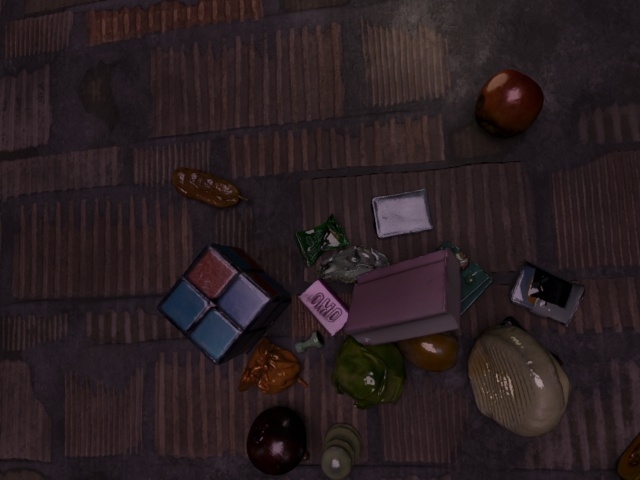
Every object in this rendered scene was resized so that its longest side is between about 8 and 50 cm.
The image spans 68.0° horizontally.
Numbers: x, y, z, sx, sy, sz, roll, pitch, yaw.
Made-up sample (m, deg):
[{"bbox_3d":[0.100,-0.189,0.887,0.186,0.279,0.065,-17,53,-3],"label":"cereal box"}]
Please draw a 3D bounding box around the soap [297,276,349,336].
[{"bbox_3d":[0.022,0.254,1.807,0.122,0.065,0.203,-44,78,3],"label":"soap"}]

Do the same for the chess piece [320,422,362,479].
[{"bbox_3d":[0.063,0.744,1.655,0.144,0.251,0.145,-1,85,11],"label":"chess piece"}]

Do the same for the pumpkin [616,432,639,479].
[{"bbox_3d":[1.085,0.705,1.506,0.139,0.190,0.281,36,91,13],"label":"pumpkin"}]

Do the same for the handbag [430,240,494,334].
[{"bbox_3d":[0.417,0.150,1.654,0.274,0.269,0.100,-44,122,7],"label":"handbag"}]

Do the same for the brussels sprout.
[{"bbox_3d":[0.169,0.456,1.657,0.227,0.259,0.294,-55,33,21],"label":"brussels sprout"}]

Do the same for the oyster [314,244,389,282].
[{"bbox_3d":[0.123,0.107,1.791,0.252,0.087,0.199,-37,70,-2],"label":"oyster"}]

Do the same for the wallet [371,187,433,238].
[{"bbox_3d":[0.306,-0.102,1.807,0.221,0.036,0.168,-10,82,7],"label":"wallet"}]

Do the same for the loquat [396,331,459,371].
[{"bbox_3d":[0.375,0.367,1.674,0.227,0.179,0.180,17,88,16],"label":"loquat"}]

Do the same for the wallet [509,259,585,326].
[{"bbox_3d":[0.797,0.189,1.672,0.230,0.069,0.170,26,85,10],"label":"wallet"}]

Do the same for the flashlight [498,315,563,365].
[{"bbox_3d":[0.727,0.366,1.658,0.093,0.093,0.232,-44,78,4],"label":"flashlight"}]

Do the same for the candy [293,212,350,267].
[{"bbox_3d":[0.002,0.002,1.832,0.203,0.078,0.141,-27,69,19],"label":"candy"}]

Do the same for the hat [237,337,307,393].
[{"bbox_3d":[-0.153,0.514,1.790,0.233,0.233,0.244,28,102,-15],"label":"hat"}]

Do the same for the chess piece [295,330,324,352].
[{"bbox_3d":[-0.044,0.392,1.809,0.103,0.067,0.067,-28,80,16],"label":"chess piece"}]

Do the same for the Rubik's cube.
[{"bbox_3d":[-0.339,0.227,1.748,0.318,0.313,0.316,40,93,11],"label":"Rubik's cube"}]

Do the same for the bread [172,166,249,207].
[{"bbox_3d":[-0.444,-0.211,1.929,0.343,0.084,0.124,18,110,11],"label":"bread"}]

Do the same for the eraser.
[{"bbox_3d":[0.274,0.192,1.565,0.359,0.122,0.272,-22,36,33],"label":"eraser"}]

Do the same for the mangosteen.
[{"bbox_3d":[-0.132,0.738,1.730,0.261,0.235,0.236,36,92,-31],"label":"mangosteen"}]

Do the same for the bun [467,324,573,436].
[{"bbox_3d":[0.656,0.447,1.546,0.219,0.365,0.366,-11,81,-22],"label":"bun"}]

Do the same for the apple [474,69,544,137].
[{"bbox_3d":[0.664,-0.478,1.688,0.229,0.230,0.230,-1,84,10],"label":"apple"}]
